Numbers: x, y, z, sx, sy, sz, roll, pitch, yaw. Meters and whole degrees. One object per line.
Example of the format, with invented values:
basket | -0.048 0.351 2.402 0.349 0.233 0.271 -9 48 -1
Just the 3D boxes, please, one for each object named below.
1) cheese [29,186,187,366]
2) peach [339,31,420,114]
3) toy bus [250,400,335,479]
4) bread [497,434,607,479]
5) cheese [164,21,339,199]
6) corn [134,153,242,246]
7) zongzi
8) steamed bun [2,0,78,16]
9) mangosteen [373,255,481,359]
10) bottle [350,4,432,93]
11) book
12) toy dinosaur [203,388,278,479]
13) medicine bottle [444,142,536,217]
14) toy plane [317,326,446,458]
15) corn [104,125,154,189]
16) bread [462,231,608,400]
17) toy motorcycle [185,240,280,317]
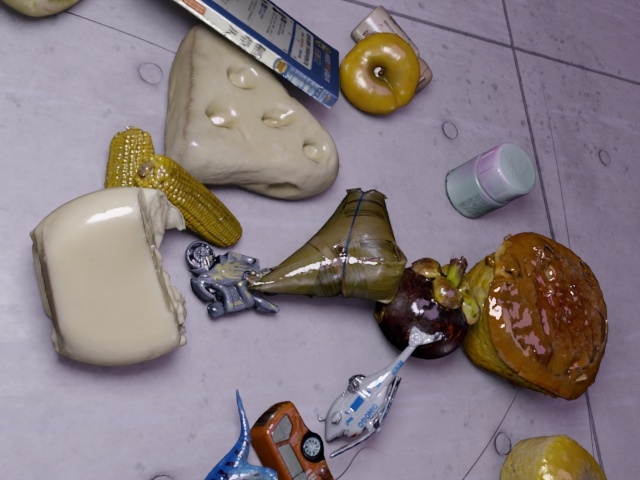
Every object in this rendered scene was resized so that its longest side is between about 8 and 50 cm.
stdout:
cheese | -0.302 0.055 0.953 0.233 0.127 0.266 -13 103 -18
peach | 0.130 -0.360 1.388 0.179 0.103 0.179 0 106 -1
toy bus | 0.010 0.466 1.060 0.092 0.093 0.409 -26 86 -32
bread | 0.472 0.493 1.278 0.197 0.170 0.197 10 70 -29
cheese | -0.128 -0.252 1.209 0.350 0.129 0.329 5 67 -34
corn | -0.219 -0.059 1.078 0.231 0.080 0.080 45 51 -45
zongzi | 0.000 0.000 1.199 0.288 0.123 0.260 1 42 -9
steamed bun | -0.489 -0.505 1.064 0.231 0.166 0.273 30 54 -5
mangosteen | 0.216 0.121 1.229 0.192 0.217 0.192 26 34 -19
bottle | 0.172 -0.434 1.476 0.209 0.097 0.110 47 13 -10
book | -0.139 -0.437 1.234 0.427 0.039 0.300 33 28 -17
toy dinosaur | -0.139 0.417 1.000 0.144 0.076 0.329 28 71 -12
medicine bottle | 0.387 -0.136 1.450 0.135 0.168 0.135 10 68 -27
toy plane | 0.102 0.254 1.124 0.107 0.273 0.182 38 20 17
corn | -0.321 -0.087 1.065 0.080 0.080 0.238 9 67 -28
bread | 0.452 0.168 1.366 0.358 0.204 0.337 31 57 -23
toy motorcycle | -0.156 0.082 1.115 0.193 0.061 0.124 23 66 -23
